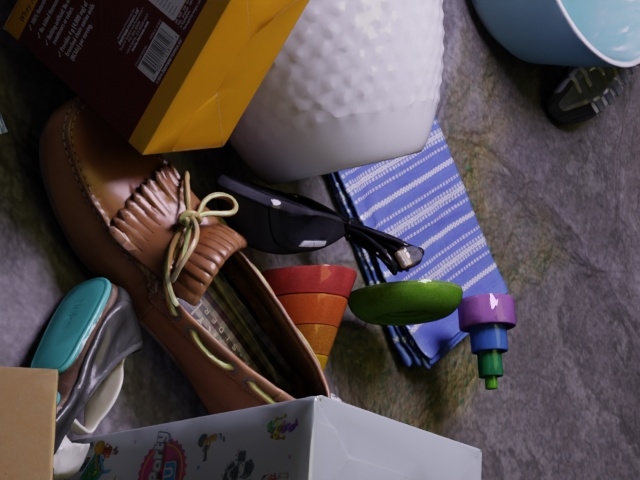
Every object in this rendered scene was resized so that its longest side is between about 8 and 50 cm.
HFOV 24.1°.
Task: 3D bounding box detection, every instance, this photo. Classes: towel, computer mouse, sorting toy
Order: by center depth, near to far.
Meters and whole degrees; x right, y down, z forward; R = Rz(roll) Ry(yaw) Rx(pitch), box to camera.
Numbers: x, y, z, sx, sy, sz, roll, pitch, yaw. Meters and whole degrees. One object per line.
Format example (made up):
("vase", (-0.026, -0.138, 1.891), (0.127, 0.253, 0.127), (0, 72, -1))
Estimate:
("computer mouse", (0.000, 0.000, 1.516), (0.060, 0.184, 0.262), (-67, 162, 5))
("sorting toy", (0.076, 0.110, 1.604), (0.365, 0.127, 0.126), (9, 71, -39))
("towel", (0.113, -0.038, 1.791), (0.243, 0.040, 0.336), (-32, 103, -50))

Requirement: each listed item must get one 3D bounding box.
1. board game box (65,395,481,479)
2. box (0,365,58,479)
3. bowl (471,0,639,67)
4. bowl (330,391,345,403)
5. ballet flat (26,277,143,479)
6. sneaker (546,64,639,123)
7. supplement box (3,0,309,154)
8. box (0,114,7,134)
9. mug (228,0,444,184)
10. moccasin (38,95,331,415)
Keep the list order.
("board game box", (-0.045, 0.223, 1.313), (0.224, 0.303, 0.098), (25, 60, -42))
("box", (-0.307, 0.174, 1.160), (0.201, 0.021, 0.164), (4, 70, -13))
("bowl", (0.311, -0.364, 2.026), (0.311, 0.163, 0.312), (17, 66, -44))
("bowl", (-0.003, 0.217, 1.541), (0.170, 0.080, 0.170), (20, 63, -45))
("ballet flat", (-0.230, 0.147, 1.292), (0.280, 0.095, 0.096), (-54, 128, -43))
("sneaker", (0.385, -0.264, 2.150), (0.228, 0.132, 0.086), (-41, 128, -10))
("supplement box", (-0.145, -0.212, 1.354), (0.194, 0.191, 0.129), (42, 25, 20))
("box", (-0.338, -0.144, 1.305), (0.094, 0.027, 0.137), (-27, 99, -51))
("mug", (0.008, -0.239, 1.571), (0.374, 0.276, 0.328), (-19, 98, -69))
("moccasin", (-0.123, 0.025, 1.403), (0.139, 0.147, 0.380), (-42, 106, -45))
